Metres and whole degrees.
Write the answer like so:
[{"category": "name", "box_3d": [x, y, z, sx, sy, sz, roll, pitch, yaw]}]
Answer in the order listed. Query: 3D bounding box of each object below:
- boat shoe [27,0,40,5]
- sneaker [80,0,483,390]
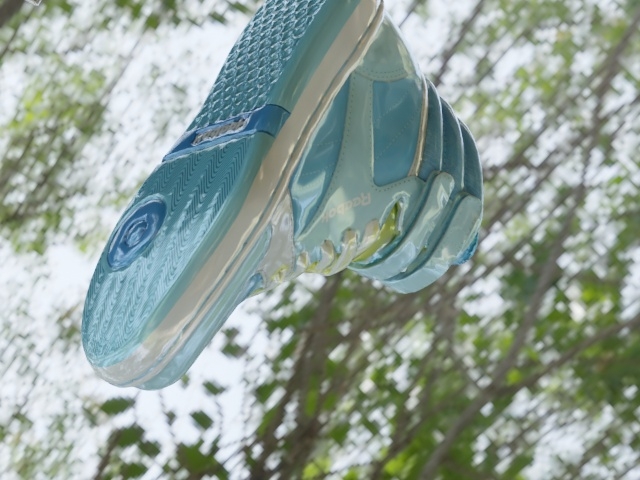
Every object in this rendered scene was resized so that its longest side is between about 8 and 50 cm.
[{"category": "boat shoe", "box_3d": [-0.222, -0.216, 1.087, 0.207, 0.073, 0.073, 37, 177, 43]}, {"category": "sneaker", "box_3d": [0.000, 0.000, 1.054, 0.208, 0.127, 0.319, 46, -119, -28]}]
